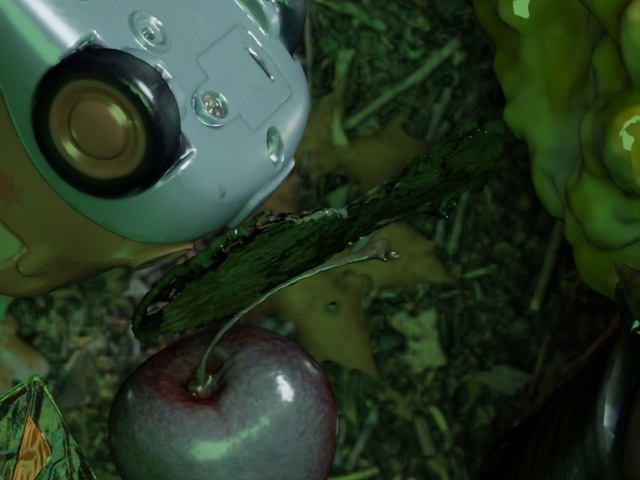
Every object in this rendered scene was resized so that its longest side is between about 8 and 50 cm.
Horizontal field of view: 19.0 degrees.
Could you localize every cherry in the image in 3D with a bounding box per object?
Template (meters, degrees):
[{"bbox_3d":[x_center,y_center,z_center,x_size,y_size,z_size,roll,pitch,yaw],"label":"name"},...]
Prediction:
[{"bbox_3d":[-0.022,0.103,1.075,0.188,0.115,0.148,-25,92,-6],"label":"cherry"}]

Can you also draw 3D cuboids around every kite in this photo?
[{"bbox_3d":[-0.180,0.136,1.111,0.222,0.008,0.125,14,89,-9],"label":"kite"}]

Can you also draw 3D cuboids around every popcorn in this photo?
[{"bbox_3d":[0.236,-0.144,1.022,0.292,0.293,0.334,-14,111,-6],"label":"popcorn"}]

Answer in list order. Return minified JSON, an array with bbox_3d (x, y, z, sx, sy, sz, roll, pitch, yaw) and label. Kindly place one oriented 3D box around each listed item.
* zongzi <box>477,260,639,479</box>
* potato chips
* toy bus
[{"bbox_3d":[0.186,0.259,0.932,0.208,0.403,0.432,3,67,-14],"label":"zongzi"},{"bbox_3d":[-0.002,-0.004,1.037,0.220,0.202,0.029,-23,77,-26],"label":"potato chips"},{"bbox_3d":[-0.163,-0.095,0.997,0.232,0.194,0.288,-38,97,30],"label":"toy bus"}]
